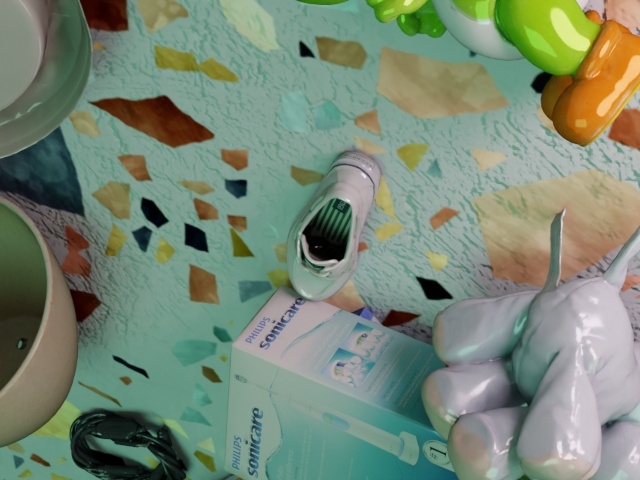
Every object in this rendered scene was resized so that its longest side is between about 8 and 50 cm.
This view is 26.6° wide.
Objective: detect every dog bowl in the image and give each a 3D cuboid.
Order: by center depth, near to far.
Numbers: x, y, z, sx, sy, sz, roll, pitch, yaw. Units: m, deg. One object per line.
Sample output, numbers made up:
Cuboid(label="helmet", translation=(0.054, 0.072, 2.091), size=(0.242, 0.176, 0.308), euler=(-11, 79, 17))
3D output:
Cuboid(label="dog bowl", translation=(-0.404, -0.222, 1.359), size=(0.349, 0.102, 0.349), euler=(-6, 143, -5))

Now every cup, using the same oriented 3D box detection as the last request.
Cuboid(label="cup", translation=(-0.433, 0.132, 1.691), size=(0.331, 0.331, 0.237), euler=(8, 158, 22))

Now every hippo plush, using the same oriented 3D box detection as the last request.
Cuboid(label="hippo plush", translation=(0.261, 0.146, 1.393), size=(0.236, 0.294, 0.234), euler=(30, 166, -40))

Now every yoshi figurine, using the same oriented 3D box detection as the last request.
Cuboid(label="yoshi figurine", translation=(0.090, -0.211, 1.133), size=(0.362, 0.203, 0.203), euler=(40, 143, -6))

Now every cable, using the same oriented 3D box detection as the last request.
Cuboid(label="cable", translation=(-0.277, 0.305, 1.937), size=(0.184, 0.047, 0.150), euler=(-6, 132, 29))

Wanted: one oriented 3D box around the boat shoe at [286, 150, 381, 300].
Cuboid(label="boat shoe", translation=(0.000, 0.000, 1.463), size=(0.083, 0.076, 0.226), euler=(24, 137, 7))

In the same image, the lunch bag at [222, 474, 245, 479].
Cuboid(label="lunch bag", translation=(-0.081, 0.470, 1.932), size=(0.303, 0.115, 0.243), euler=(41, 134, -13))

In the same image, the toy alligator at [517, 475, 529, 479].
Cuboid(label="toy alligator", translation=(0.213, 0.291, 1.640), size=(0.190, 0.051, 0.056), euler=(35, 138, -5))

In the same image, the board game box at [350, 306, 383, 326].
Cuboid(label="board game box", translation=(0.048, 0.127, 1.599), size=(0.090, 0.020, 0.090), euler=(-26, 112, 42))

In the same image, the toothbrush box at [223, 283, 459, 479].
Cuboid(label="toothbrush box", translation=(0.046, 0.213, 1.556), size=(0.295, 0.126, 0.216), euler=(20, 131, 18))
